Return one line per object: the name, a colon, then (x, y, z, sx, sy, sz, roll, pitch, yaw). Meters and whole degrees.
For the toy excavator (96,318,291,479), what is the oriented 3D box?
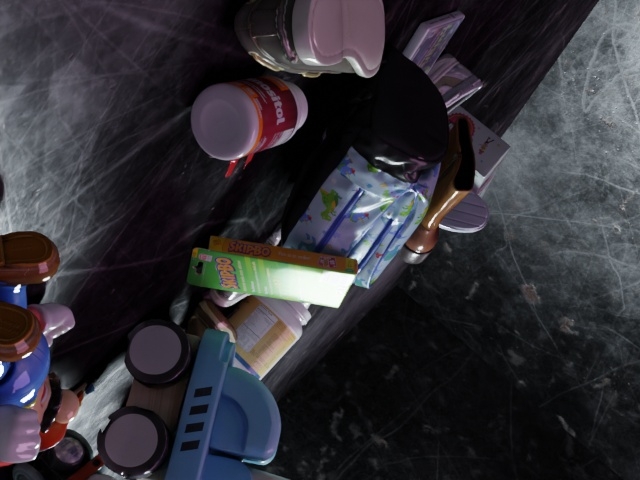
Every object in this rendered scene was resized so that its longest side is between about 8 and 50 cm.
toy excavator: (-0.121, 0.370, 1.352, 0.222, 0.445, 0.433, 97, 4, -69)

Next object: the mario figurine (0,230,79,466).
mario figurine: (-0.295, 0.133, 0.869, 0.198, 0.170, 0.320, -43, 166, -38)

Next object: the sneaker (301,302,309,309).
sneaker: (-0.072, 0.116, 1.943, 0.305, 0.114, 0.152, -57, -172, 28)

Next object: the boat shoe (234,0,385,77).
boat shoe: (0.002, -0.242, 0.966, 0.305, 0.091, 0.109, -28, 119, -68)

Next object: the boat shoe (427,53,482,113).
boat shoe: (0.191, -0.229, 1.718, 0.320, 0.103, 0.118, -50, 169, 5)

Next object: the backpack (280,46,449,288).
backpack: (0.068, -0.088, 1.392, 0.355, 0.273, 0.290, -41, -159, 33)

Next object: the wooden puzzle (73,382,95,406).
wooden puzzle: (-0.394, 0.260, 1.315, 0.116, 0.014, 0.078, -42, 167, -35)

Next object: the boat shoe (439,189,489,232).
boat shoe: (0.222, -0.099, 1.854, 0.094, 0.302, 0.109, 138, -27, -86)

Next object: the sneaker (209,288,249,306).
sneaker: (-0.128, 0.061, 1.552, 0.170, 0.063, 0.075, -31, 165, -46)

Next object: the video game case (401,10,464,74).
video game case: (0.177, -0.327, 1.544, 0.173, 0.022, 0.190, -35, 162, -53)

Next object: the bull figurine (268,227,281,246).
bull figurine: (0.000, 0.000, 1.723, 0.188, 0.101, 0.310, -45, 158, -13)

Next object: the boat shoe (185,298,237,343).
boat shoe: (-0.215, 0.186, 1.569, 0.095, 0.095, 0.257, -40, 167, -16)

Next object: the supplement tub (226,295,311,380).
supplement tub: (-0.130, 0.193, 1.783, 0.200, 0.144, 0.144, -47, 169, -13)

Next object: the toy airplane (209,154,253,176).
toy airplane: (-0.088, -0.137, 1.125, 0.151, 0.028, 0.151, -48, 168, -14)

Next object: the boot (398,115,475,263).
boot: (0.194, -0.131, 1.513, 0.280, 0.096, 0.264, 111, -10, -58)

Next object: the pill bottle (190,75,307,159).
pill bottle: (-0.077, -0.147, 0.985, 0.086, 0.086, 0.152, -55, 169, 28)

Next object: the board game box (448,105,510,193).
board game box: (0.290, -0.194, 1.915, 0.097, 0.224, 0.303, -47, 170, -10)

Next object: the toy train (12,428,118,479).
toy train: (-0.425, 0.458, 1.401, 0.142, 0.190, 0.334, -36, 164, -51)

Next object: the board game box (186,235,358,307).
board game box: (-0.080, 0.051, 1.358, 0.124, 0.259, 0.039, 115, -20, -56)
